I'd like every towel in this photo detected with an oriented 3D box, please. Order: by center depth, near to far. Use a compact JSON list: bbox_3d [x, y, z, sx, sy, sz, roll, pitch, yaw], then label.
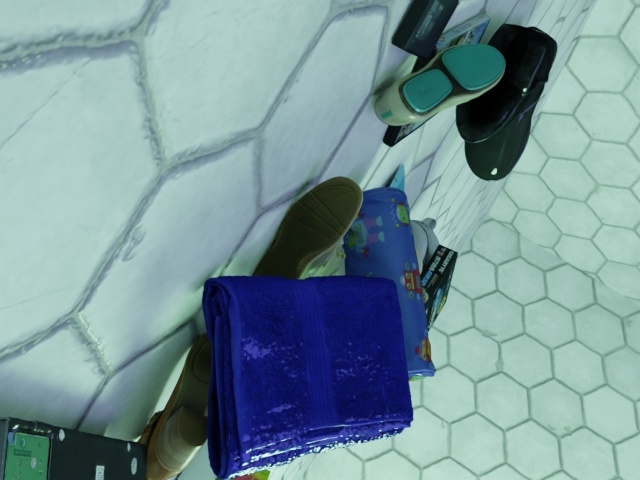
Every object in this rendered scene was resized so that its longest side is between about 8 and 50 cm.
[{"bbox_3d":[-0.001,0.155,0.882,0.308,0.076,0.227,2,82,-44],"label":"towel"}]

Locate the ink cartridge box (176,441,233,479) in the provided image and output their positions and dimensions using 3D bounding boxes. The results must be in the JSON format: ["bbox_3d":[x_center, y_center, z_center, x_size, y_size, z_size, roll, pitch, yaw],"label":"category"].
[{"bbox_3d":[-0.242,0.487,1.278,0.332,0.065,0.165,-57,166,2],"label":"ink cartridge box"}]

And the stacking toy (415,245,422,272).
[{"bbox_3d":[0.079,0.126,1.448,0.141,0.141,0.330,-42,165,-46],"label":"stacking toy"}]

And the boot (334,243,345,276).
[{"bbox_3d":[0.068,0.076,1.260,0.086,0.069,0.189,-41,140,-35],"label":"boot"}]

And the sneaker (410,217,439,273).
[{"bbox_3d":[0.166,0.104,1.637,0.210,0.137,0.365,-23,140,-61],"label":"sneaker"}]

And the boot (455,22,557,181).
[{"bbox_3d":[0.364,-0.254,1.445,0.445,0.146,0.366,-44,150,-64],"label":"boot"}]

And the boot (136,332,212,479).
[{"bbox_3d":[-0.179,0.215,0.898,0.152,0.073,0.197,-47,-167,35],"label":"boot"}]

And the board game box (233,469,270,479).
[{"bbox_3d":[-0.177,0.526,1.404,0.043,0.092,0.181,-25,-143,56],"label":"board game box"}]

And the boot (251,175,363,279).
[{"bbox_3d":[0.000,0.000,0.993,0.213,0.077,0.165,-53,166,15],"label":"boot"}]

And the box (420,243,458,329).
[{"bbox_3d":[0.236,0.138,1.587,0.175,0.051,0.220,-53,159,-30],"label":"box"}]

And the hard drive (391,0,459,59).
[{"bbox_3d":[0.142,-0.292,0.943,0.094,0.022,0.135,-61,165,17],"label":"hard drive"}]

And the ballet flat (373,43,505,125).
[{"bbox_3d":[0.171,-0.222,1.029,0.249,0.086,0.086,-28,150,-37],"label":"ballet flat"}]

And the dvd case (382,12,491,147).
[{"bbox_3d":[0.194,-0.268,1.170,0.253,0.022,0.180,-40,159,-49],"label":"dvd case"}]

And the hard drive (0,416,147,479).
[{"bbox_3d":[-0.236,0.291,0.628,0.339,0.064,0.236,80,7,-71],"label":"hard drive"}]

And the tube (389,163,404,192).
[{"bbox_3d":[0.140,-0.058,1.399,0.207,0.052,0.080,90,22,-57],"label":"tube"}]

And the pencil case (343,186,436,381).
[{"bbox_3d":[0.093,0.074,1.092,0.133,0.305,0.119,-17,164,37],"label":"pencil case"}]
